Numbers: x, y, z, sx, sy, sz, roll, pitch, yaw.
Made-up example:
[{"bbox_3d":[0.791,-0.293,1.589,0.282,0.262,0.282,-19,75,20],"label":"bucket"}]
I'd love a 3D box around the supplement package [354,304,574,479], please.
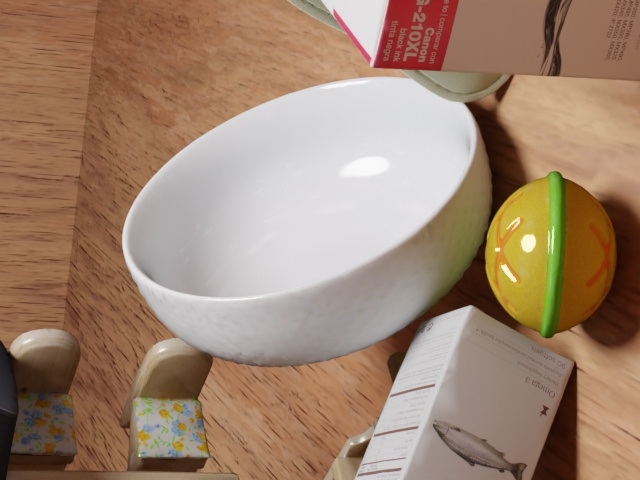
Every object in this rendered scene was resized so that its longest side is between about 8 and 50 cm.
[{"bbox_3d":[0.109,0.159,1.313,0.105,0.105,0.179,-27,37,65],"label":"supplement package"}]

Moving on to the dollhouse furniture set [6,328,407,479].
[{"bbox_3d":[-0.078,0.239,1.469,0.256,0.394,0.362,116,149,-44],"label":"dollhouse furniture set"}]

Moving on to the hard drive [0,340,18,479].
[{"bbox_3d":[-0.318,0.175,1.485,0.254,0.054,0.172,-140,60,-69],"label":"hard drive"}]

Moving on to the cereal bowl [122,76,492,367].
[{"bbox_3d":[0.000,0.000,1.474,0.141,0.339,0.339,68,173,-30],"label":"cereal bowl"}]

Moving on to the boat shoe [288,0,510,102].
[{"bbox_3d":[0.037,-0.250,1.383,0.127,0.340,0.113,-44,36,21],"label":"boat shoe"}]

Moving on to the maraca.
[{"bbox_3d":[0.177,0.012,1.269,0.185,0.099,0.127,26,-110,-84],"label":"maraca"}]

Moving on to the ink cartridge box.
[{"bbox_3d":[0.130,-0.199,1.225,0.172,0.237,0.100,-119,36,-54],"label":"ink cartridge box"}]
